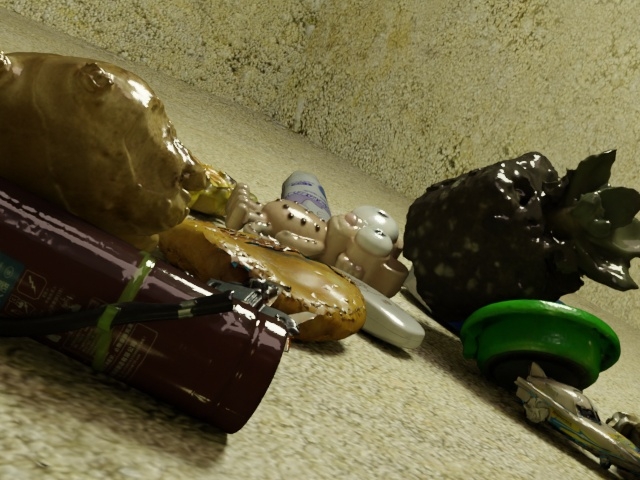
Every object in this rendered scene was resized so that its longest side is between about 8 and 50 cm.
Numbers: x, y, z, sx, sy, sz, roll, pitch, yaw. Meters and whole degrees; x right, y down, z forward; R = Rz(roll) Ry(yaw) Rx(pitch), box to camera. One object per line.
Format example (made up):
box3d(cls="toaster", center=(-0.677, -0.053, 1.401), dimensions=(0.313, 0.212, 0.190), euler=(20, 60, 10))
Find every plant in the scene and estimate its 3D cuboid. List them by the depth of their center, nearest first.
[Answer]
box3d(cls="plant", center=(0.287, -0.009, 1.524), dimensions=(0.312, 0.215, 0.213), euler=(-10, 9, 42))

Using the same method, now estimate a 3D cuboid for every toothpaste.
box3d(cls="toothpaste", center=(-0.023, -0.035, 1.897), dimensions=(0.125, 0.080, 0.371), euler=(29, 15, -12))

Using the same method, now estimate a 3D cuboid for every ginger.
box3d(cls="ginger", center=(-0.265, -0.077, 0.939), dimensions=(0.375, 0.166, 0.236), euler=(19, -14, 40))

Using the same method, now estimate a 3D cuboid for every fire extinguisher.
box3d(cls="fire extinguisher", center=(-0.187, 0.021, 0.788), dimensions=(0.341, 0.141, 0.105), euler=(28, 45, -13))

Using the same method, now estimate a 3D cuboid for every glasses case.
box3d(cls="glasses case", center=(0.050, 0.081, 1.425), dimensions=(0.193, 0.049, 0.074), euler=(33, 10, 31))

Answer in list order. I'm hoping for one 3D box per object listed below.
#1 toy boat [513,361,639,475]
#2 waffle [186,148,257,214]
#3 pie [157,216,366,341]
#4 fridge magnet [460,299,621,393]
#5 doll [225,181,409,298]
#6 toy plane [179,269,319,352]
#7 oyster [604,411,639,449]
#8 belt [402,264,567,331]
box3d(cls="toy boat", center=(0.321, 0.226, 1.337), dimensions=(0.210, 0.066, 0.084), euler=(34, 12, 34))
box3d(cls="waffle", center=(-0.246, -0.116, 1.664), dimensions=(0.329, 0.062, 0.329), euler=(28, 7, -4))
box3d(cls="pie", center=(-0.069, 0.036, 1.264), dimensions=(0.273, 0.069, 0.273), euler=(28, 8, -4))
box3d(cls="fridge magnet", center=(0.285, 0.140, 1.453), dimensions=(0.208, 0.088, 0.208), euler=(9, -30, 5))
box3d(cls="doll", center=(-0.001, -0.001, 1.571), dimensions=(0.278, 0.119, 0.154), euler=(17, 25, -22))
box3d(cls="toy plane", center=(-0.099, 0.058, 1.065), dimensions=(0.188, 0.062, 0.135), euler=(27, 34, 15))
box3d(cls="oyster", center=(0.464, 0.271, 1.319), dimensions=(0.201, 0.107, 0.354), euler=(10, 0, -8))
box3d(cls="belt", center=(0.282, 0.107, 1.779), dimensions=(0.212, 0.117, 0.347), euler=(19, 13, -42))
